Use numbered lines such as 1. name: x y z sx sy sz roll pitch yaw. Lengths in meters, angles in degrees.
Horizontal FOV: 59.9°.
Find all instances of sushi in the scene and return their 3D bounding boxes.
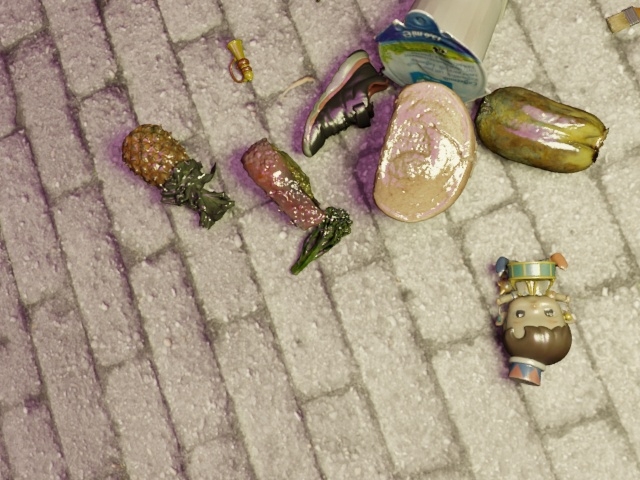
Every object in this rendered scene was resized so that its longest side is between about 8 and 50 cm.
1. sushi: -0.093 -0.140 1.305 0.107 0.161 0.241 -39 58 9

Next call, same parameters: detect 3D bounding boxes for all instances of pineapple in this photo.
1. pineapple: -0.351 -0.164 1.406 0.310 0.141 0.170 41 69 6

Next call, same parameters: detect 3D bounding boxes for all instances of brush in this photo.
1. brush: 0.732 -0.519 1.249 0.169 0.014 0.043 -23 81 9

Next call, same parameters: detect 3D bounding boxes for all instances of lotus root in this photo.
1. lotus root: 0.468 -0.238 1.210 0.274 0.160 0.152 26 115 15

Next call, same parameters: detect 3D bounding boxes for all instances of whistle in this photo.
1. whistle: -0.213 -0.461 1.445 0.057 0.046 0.109 -19 86 -4

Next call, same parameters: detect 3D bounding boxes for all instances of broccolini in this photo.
1. broccolini: 0.001 0.008 1.338 0.091 0.068 0.203 33 95 -15

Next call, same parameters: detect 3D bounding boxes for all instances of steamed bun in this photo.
1. steamed bun: 0.240 -0.184 1.206 0.199 0.251 0.302 15 97 13

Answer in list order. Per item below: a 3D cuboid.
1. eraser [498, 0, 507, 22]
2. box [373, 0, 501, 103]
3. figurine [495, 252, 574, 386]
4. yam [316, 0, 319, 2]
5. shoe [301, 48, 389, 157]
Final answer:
1. eraser: 0.366 -0.595 1.137 0.096 0.404 0.098 21 88 13
2. box: 0.264 -0.467 1.198 0.262 0.291 0.207 18 75 29
3. figurine: 0.449 0.165 1.171 0.161 0.158 0.276 -8 82 21
4. yam: 0.015 -0.660 1.426 0.014 0.014 0.107 27 91 14
5. shoe: 0.063 -0.309 1.336 0.137 0.114 0.291 35 89 8
